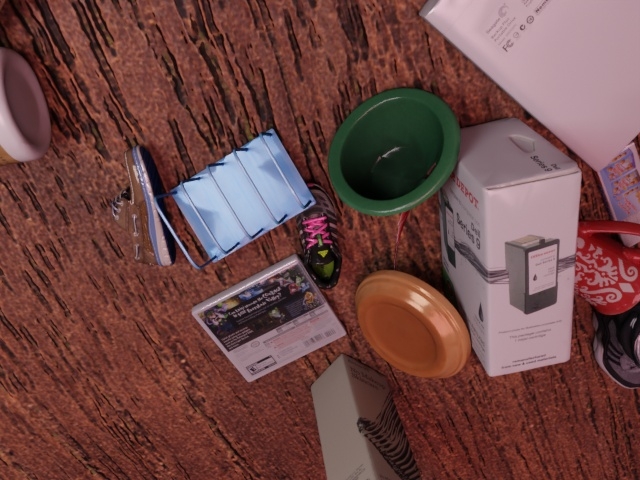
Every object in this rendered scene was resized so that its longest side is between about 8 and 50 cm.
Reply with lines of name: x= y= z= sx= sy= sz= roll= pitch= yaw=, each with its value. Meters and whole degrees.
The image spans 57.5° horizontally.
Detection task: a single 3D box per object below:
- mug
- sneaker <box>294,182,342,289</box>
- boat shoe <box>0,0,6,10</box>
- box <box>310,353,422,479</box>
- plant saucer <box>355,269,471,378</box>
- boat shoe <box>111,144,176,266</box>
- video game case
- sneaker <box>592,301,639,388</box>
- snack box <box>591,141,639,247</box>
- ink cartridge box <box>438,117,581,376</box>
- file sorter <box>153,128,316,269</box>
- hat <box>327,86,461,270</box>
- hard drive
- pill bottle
mug: x=0.416 y=0.015 z=0.902 sx=0.169 sy=0.113 sz=0.150 roll=28 pitch=108 yaw=-16
sneaker: x=0.000 y=0.000 z=0.847 sx=0.063 sy=0.075 sz=0.170 roll=-11 pitch=119 yaw=-2
boat shoe: x=-0.329 y=-0.341 z=0.603 sx=0.324 sy=0.123 sz=0.116 roll=-47 pitch=149 yaw=8
box: x=0.068 y=0.313 z=0.914 sx=0.113 sy=0.275 sz=0.094 roll=32 pitch=109 yaw=-24
plant saucer: x=0.130 y=0.136 z=0.887 sx=0.037 sy=0.200 sz=0.200 roll=-40 pitch=127 yaw=-35
boat shoe: x=-0.248 y=-0.040 z=0.794 sx=0.066 sy=0.066 sz=0.183 roll=-7 pitch=119 yaw=-3
video game case: x=-0.079 y=0.129 z=0.938 sx=0.190 sy=0.022 sz=0.173 roll=-27 pitch=119 yaw=8
sneaker: x=0.539 y=0.187 z=0.983 sx=0.101 sy=0.153 sz=0.269 roll=-23 pitch=119 yaw=5
snack box: x=0.476 y=-0.069 z=0.908 sx=0.064 sy=0.022 sz=0.178 roll=-30 pitch=119 yaw=10
ink cartridge box: x=0.249 y=0.003 z=0.808 sx=0.121 sy=0.211 sz=0.289 roll=-11 pitch=119 yaw=-2
file sorter: x=-0.110 y=-0.053 z=0.765 sx=0.170 sy=0.104 sz=0.118 roll=-30 pitch=96 yaw=8
hat: x=0.118 y=-0.086 z=0.834 sx=0.208 sy=0.173 sz=0.183 roll=-41 pitch=152 yaw=9
hard drive: x=0.334 y=-0.278 z=0.759 sx=0.353 sy=0.047 sz=0.233 roll=32 pitch=109 yaw=-22
pill bottle: x=-0.451 y=-0.138 z=0.673 sx=0.229 sy=0.131 sz=0.131 roll=-11 pitch=120 yaw=-2
